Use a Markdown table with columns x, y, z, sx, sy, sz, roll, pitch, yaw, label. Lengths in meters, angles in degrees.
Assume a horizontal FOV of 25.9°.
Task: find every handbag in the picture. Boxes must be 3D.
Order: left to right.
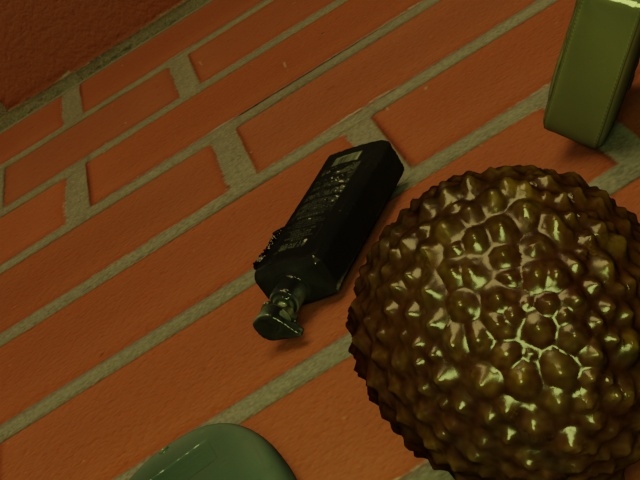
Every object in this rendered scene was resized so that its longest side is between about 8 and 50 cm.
| x | y | z | sx | sy | sz | roll | pitch | yaw | label |
| --- | --- | --- | --- | --- | --- | --- | --- | --- | --- |
| 0.316 | -0.242 | 1.469 | 0.079 | 0.256 | 0.219 | 23 | 55 | 13 | handbag |

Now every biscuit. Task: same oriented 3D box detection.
| x | y | z | sx | sy | sz | roll | pitch | yaw | label |
| --- | --- | --- | --- | --- | --- | --- | --- | --- | --- |
| -0.048 | 0.012 | 1.679 | 0.087 | 0.027 | 0.089 | -41 | 22 | -13 | biscuit |

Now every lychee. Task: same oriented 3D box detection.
| x | y | z | sx | sy | sz | roll | pitch | yaw | label |
| --- | --- | --- | --- | --- | --- | --- | --- | --- | --- |
| 0.150 | 0.079 | 1.045 | 0.267 | 0.267 | 0.267 | -27 | 24 | 13 | lychee |

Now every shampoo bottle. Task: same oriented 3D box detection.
| x | y | z | sx | sy | sz | roll | pitch | yaw | label |
| --- | --- | --- | --- | --- | --- | --- | --- | --- | --- |
| -0.001 | 0.000 | 1.589 | 0.098 | 0.071 | 0.309 | -14 | 29 | 35 | shampoo bottle |

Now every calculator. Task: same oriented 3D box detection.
| x | y | z | sx | sy | sz | roll | pitch | yaw | label |
| --- | --- | --- | --- | --- | --- | --- | --- | --- | --- |
| -0.109 | 0.253 | 1.264 | 0.185 | 0.041 | 0.299 | -35 | 22 | -5 | calculator |
